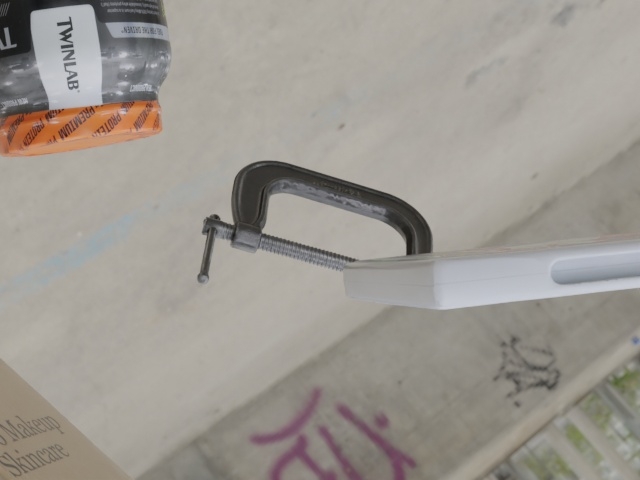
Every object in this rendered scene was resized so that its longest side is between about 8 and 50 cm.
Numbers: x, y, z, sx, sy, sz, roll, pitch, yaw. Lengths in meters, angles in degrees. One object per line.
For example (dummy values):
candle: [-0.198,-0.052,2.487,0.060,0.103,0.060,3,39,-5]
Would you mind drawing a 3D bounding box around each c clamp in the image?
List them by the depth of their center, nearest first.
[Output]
c clamp: [0.000,0.000,0.704,0.161,0.137,0.022,12,127,-14]

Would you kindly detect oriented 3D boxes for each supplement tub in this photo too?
supplement tub: [-0.264,-0.261,1.089,0.207,0.337,0.207,-10,-178,0]

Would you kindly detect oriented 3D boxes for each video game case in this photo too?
video game case: [0.117,0.011,0.532,0.184,0.023,0.201,-5,179,-9]

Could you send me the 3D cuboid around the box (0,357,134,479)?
box: [-0.187,0.162,0.608,0.121,0.311,0.148,-50,174,3]
